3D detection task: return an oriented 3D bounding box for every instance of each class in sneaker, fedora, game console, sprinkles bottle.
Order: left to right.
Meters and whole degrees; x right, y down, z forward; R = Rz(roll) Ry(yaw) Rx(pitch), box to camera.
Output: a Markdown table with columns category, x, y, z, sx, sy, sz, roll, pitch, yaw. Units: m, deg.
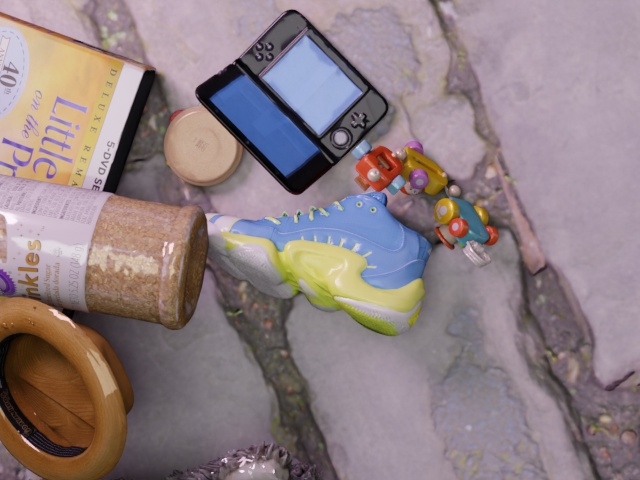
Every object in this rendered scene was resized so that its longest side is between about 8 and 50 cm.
| category | x | y | z | sx | sy | sz | roll | pitch | yaw |
| --- | --- | --- | --- | --- | --- | --- | --- | --- | --- |
| sprinkles bottle | -0.290 | -0.003 | 1.670 | 0.355 | 0.121 | 0.121 | 9 | 96 | 7 |
| fedora | -0.239 | 0.134 | 1.661 | 0.194 | 0.079 | 0.194 | 14 | 114 | 33 |
| game console | -0.026 | -0.136 | 1.706 | 0.124 | 0.085 | 0.144 | -44 | 89 | 9 |
| sneaker | 0.000 | 0.000 | 1.728 | 0.240 | 0.091 | 0.126 | 24 | 73 | 10 |

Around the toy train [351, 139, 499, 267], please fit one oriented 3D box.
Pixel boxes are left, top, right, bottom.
| category | x | y | z | sx | sy | sz | roll | pitch | yaw |
| --- | --- | --- | --- | --- | --- | --- | --- | --- | --- |
| toy train | 0.095 | -0.034 | 1.686 | 0.166 | 0.125 | 0.046 | 44 | 118 | -3 |

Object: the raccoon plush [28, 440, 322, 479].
| category | x | y | z | sx | sy | sz | roll | pitch | yaw |
| --- | --- | --- | --- | --- | --- | --- | --- | --- | --- |
| raccoon plush | -0.215 | 0.237 | 1.714 | 0.446 | 0.216 | 0.299 | 39 | 91 | 3 |

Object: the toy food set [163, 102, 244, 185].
| category | x | y | z | sx | sy | sz | roll | pitch | yaw |
| --- | --- | --- | --- | --- | --- | --- | --- | --- | --- |
| toy food set | -0.116 | -0.096 | 1.754 | 0.083 | 0.020 | 0.083 | 22 | 98 | 5 |

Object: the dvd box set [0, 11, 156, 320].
| category | x | y | z | sx | sy | sz | roll | pitch | yaw |
| --- | --- | --- | --- | --- | --- | --- | --- | --- | --- |
| dvd box set | -0.409 | -0.100 | 1.770 | 0.420 | 0.062 | 0.307 | 21 | 98 | 5 |
